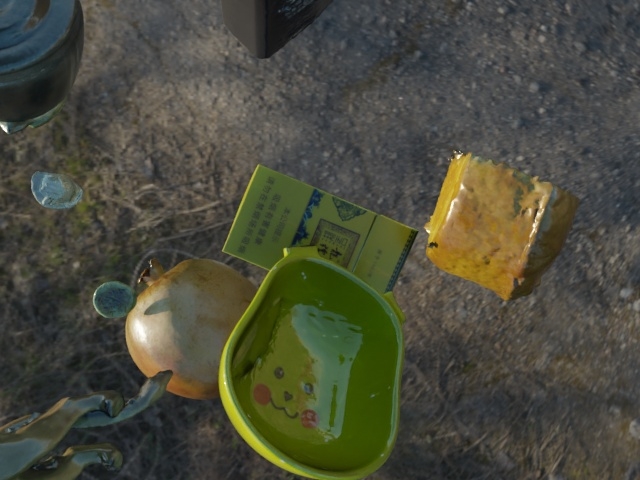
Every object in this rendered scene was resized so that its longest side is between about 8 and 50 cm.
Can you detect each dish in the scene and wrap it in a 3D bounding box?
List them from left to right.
[{"bbox_3d":[-0.020,0.149,0.952,0.221,0.262,0.108,32,141,-17],"label":"dish"}]

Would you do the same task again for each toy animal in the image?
[{"bbox_3d":[-0.147,0.129,0.366,0.086,0.220,0.069,36,148,29],"label":"toy animal"}]

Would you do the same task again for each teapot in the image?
[{"bbox_3d":[-0.484,-0.315,1.250,0.239,0.240,0.321,105,143,-62],"label":"teapot"}]

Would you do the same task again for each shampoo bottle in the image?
[{"bbox_3d":[-0.027,-0.231,0.576,0.098,0.309,0.071,-38,83,-9],"label":"shampoo bottle"}]

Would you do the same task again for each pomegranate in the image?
[{"bbox_3d":[-0.257,0.173,1.700,0.319,0.319,0.318,4,99,26],"label":"pomegranate"}]

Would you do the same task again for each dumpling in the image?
[{"bbox_3d":[-0.454,-0.085,1.424,0.052,0.076,0.057,-2,71,27],"label":"dumpling"}]

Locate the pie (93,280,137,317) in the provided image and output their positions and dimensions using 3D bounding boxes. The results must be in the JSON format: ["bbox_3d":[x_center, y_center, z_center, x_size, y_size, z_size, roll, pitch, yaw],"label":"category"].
[{"bbox_3d":[-0.389,0.113,1.566,0.085,0.017,0.085,-3,120,-6],"label":"pie"}]

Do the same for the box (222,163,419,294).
[{"bbox_3d":[-0.001,0.000,1.334,0.279,0.041,0.153,23,92,-2],"label":"box"}]

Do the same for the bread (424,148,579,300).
[{"bbox_3d":[0.250,-0.018,1.215,0.195,0.340,0.178,24,96,3],"label":"bread"}]
